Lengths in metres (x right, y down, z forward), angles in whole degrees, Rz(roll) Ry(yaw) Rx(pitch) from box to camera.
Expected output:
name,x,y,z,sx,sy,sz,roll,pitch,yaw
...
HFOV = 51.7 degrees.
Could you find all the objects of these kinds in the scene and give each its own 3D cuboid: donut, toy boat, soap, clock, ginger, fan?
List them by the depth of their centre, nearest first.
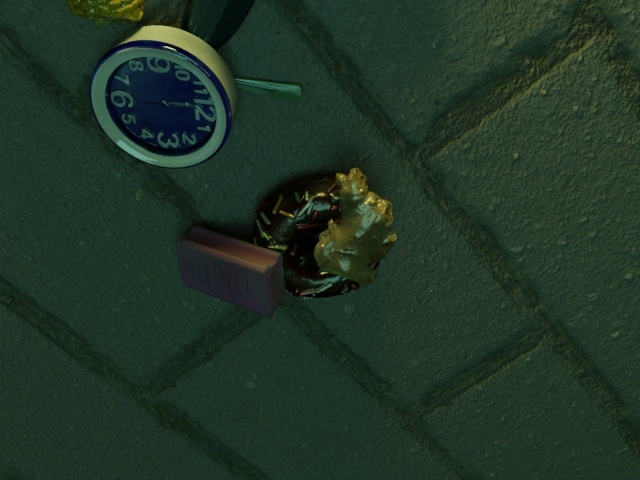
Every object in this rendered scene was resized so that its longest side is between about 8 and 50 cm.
name,x,y,z,sx,sy,sz,roll,pitch,yaw
toy boat,-0.153,-0.389,1.037,0.093,0.103,0.246,15,131,-28
clock,-0.254,-0.230,1.083,0.231,0.083,0.230,3,131,4
fan,-0.125,-0.268,1.141,0.193,0.016,0.038,9,120,-11
ginger,0.068,-0.021,1.155,0.138,0.074,0.213,11,112,-14
soap,-0.166,0.057,1.232,0.203,0.065,0.122,16,130,24
donut,0.000,0.000,1.256,0.270,0.103,0.269,-3,119,-6

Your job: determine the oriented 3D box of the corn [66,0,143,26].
name,x,y,z,sx,sy,sz,roll,pitch,yaw
corn,-0.353,-0.490,0.924,0.144,0.144,0.387,-11,118,1
